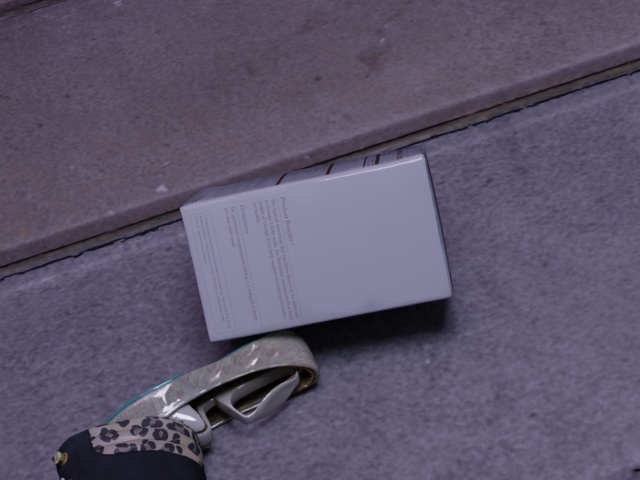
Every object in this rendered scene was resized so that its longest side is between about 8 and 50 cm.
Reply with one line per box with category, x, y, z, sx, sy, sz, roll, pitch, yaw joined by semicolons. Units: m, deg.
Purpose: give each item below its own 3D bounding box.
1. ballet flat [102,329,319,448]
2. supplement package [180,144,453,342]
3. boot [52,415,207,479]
ballet flat;-0.076;0.116;1.026;0.168;0.057;0.052;-29;51;-16
supplement package;0.000;0.000;1.071;0.179;0.105;0.105;-11;7;5
boot;-0.164;0.209;0.920;0.237;0.085;0.178;-14;36;-9
